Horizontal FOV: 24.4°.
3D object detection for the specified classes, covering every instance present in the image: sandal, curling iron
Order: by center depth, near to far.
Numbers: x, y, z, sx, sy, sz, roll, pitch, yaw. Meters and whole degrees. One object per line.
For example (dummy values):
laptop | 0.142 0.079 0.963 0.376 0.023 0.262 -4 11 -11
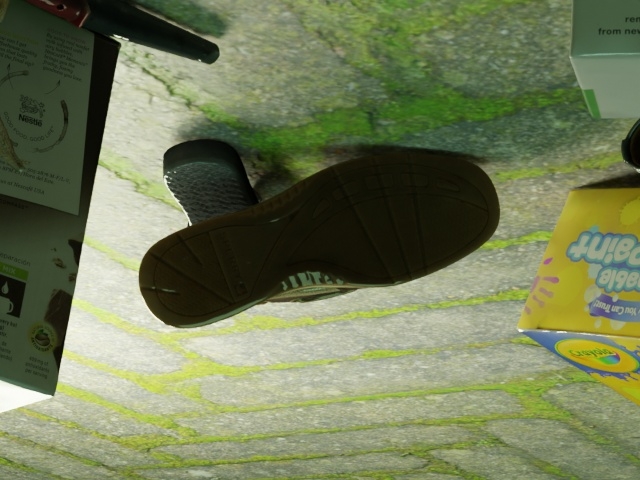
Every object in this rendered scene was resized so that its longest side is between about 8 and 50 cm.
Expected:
curling iron | -0.179 -0.179 1.085 0.068 0.035 0.274 -14 153 40
sandal | -0.095 -0.032 1.467 0.097 0.054 0.254 -4 150 1

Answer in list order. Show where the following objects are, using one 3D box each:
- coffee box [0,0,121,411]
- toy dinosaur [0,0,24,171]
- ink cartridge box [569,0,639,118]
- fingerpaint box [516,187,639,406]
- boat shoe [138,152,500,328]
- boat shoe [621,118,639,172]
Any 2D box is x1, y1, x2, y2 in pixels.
coffee box | -0.267 -0.022 1.149 0.119 0.297 0.168 22 154 -34
toy dinosaur | -0.333 -0.144 1.021 0.295 0.127 0.200 30 152 -20
ink cartridge box | 0.174 -0.181 0.721 0.092 0.219 0.160 1 174 14
fingerpaint box | 0.464 0.099 1.305 0.371 0.163 0.445 31 165 -27
boat shoe | 0.000 0.000 1.407 0.342 0.123 0.123 -18 180 4
boat shoe | 0.317 -0.100 1.152 0.079 0.084 0.233 9 162 -15
